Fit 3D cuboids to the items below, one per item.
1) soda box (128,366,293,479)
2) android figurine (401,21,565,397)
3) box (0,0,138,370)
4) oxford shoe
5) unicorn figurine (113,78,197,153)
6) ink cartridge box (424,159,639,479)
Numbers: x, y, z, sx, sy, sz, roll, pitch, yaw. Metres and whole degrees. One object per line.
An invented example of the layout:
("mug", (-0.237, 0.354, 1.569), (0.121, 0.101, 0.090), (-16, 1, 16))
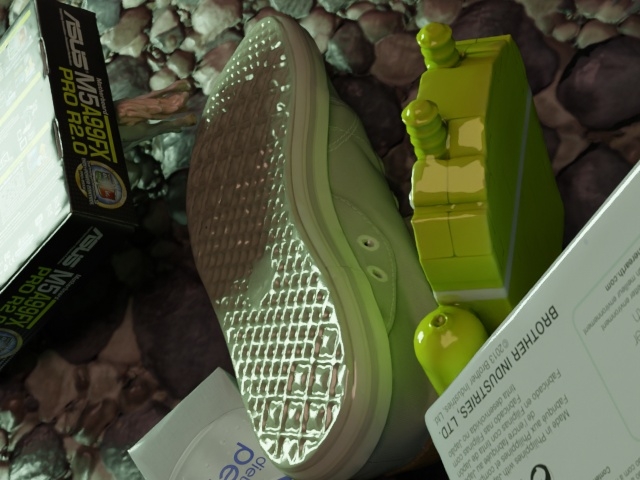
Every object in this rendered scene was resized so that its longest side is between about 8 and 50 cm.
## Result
("soda box", (-0.008, 0.219, 0.918), (0.091, 0.098, 0.286), (-42, 53, 2))
("android figurine", (0.104, -0.008, 0.854), (0.056, 0.273, 0.248), (-5, 50, 22))
("box", (-0.256, -0.028, 1.129), (0.270, 0.060, 0.216), (-43, 49, 35))
("oxford shoe", (0.000, 0.000, 1.016), (0.169, 0.130, 0.449), (-55, 34, 29))
("unicorn figurine", (-0.164, -0.085, 1.154), (0.111, 0.162, 0.060), (-24, 73, -22))
("ink cartridge box", (0.227, 0.173, 0.613), (0.270, 0.151, 0.395), (-58, 44, 46))
